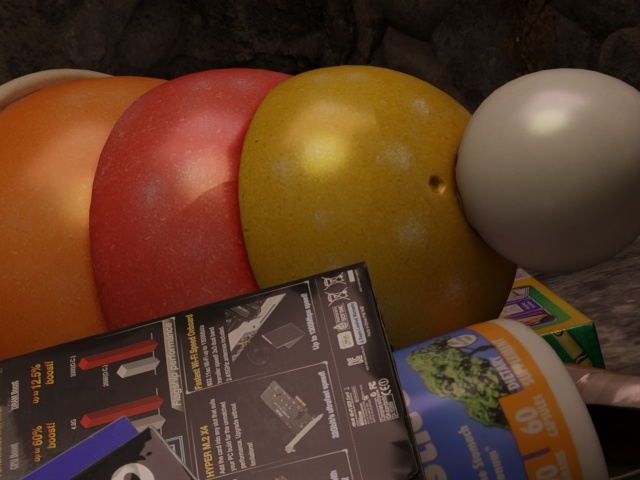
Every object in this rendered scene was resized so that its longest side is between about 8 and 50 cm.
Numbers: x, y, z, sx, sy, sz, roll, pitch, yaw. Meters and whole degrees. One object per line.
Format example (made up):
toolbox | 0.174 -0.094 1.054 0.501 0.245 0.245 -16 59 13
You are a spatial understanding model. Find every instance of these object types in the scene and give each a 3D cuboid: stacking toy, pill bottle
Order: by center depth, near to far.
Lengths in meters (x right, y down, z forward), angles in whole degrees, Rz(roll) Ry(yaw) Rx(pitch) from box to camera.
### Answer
pill bottle | 0.006 0.151 0.926 0.272 0.152 0.152 -17 8 -17
stacking toy | 0.000 0.000 1.079 0.480 0.351 0.350 -19 4 40

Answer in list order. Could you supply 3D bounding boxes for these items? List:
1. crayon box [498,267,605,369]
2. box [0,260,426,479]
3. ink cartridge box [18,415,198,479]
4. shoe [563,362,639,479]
crayon box | 0.115 0.098 1.345 0.165 0.081 0.278 -16 8 -2
box | -0.062 0.159 0.749 0.242 0.077 0.307 -16 39 1
ink cartridge box | -0.123 0.163 0.670 0.206 0.045 0.208 -32 40 -16
shoe | 0.172 0.120 1.107 0.219 0.077 0.058 -7 6 36
